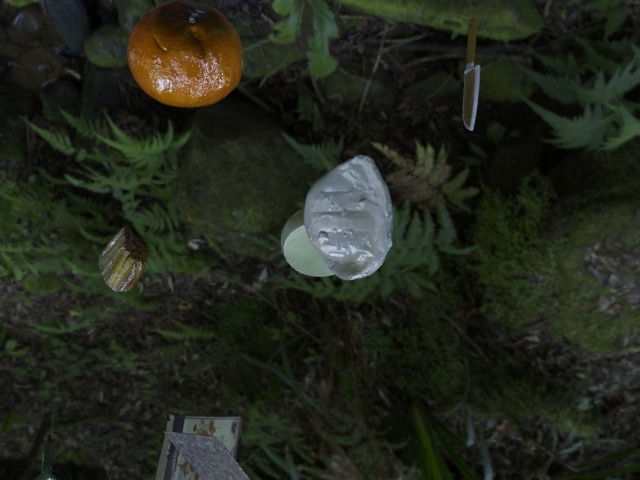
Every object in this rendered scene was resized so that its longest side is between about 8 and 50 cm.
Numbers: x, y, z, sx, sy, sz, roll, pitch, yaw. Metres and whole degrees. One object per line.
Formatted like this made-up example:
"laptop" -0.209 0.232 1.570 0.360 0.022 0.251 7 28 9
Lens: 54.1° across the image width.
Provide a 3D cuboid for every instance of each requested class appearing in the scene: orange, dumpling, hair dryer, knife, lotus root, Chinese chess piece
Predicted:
"orange" -0.259 -0.362 1.214 0.224 0.224 0.170 0 143 -17
"dumpling" 0.049 -0.029 0.907 0.176 0.150 0.092 -50 163 15
"hair dryer" -0.452 0.374 1.048 0.071 0.150 0.047 -46 120 4
"knife" 0.310 -0.345 1.290 0.022 0.256 0.046 11 168 -24
"lotus root" -0.487 0.054 1.575 0.095 0.159 0.135 21 119 -41
"Chinese chess piece" 0.000 0.000 1.972 0.250 0.101 0.250 -2 131 -2

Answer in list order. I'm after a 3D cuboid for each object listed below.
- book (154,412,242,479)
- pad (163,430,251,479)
"book" -0.227 0.415 1.204 0.026 0.157 0.231 3 167 28
"pad" -0.153 0.402 1.039 0.158 0.003 0.235 -12 117 44
